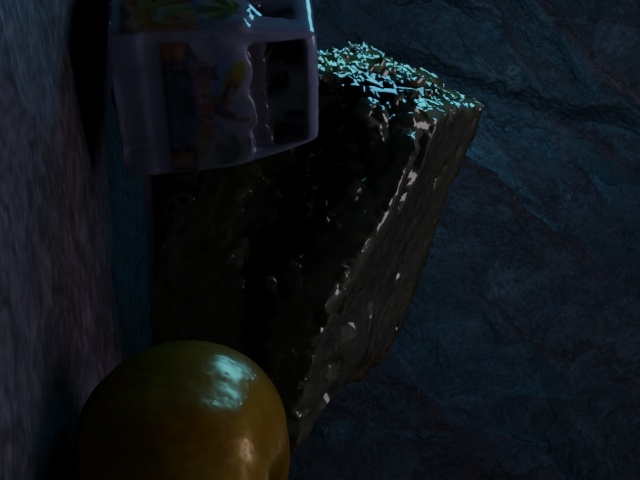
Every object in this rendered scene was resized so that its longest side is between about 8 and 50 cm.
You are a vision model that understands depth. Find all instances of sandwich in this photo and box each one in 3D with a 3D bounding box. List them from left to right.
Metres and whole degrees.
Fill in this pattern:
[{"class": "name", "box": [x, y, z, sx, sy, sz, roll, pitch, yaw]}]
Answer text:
[{"class": "sandwich", "box": [-0.001, 0.000, 0.845, 0.325, 0.131, 0.262, -29, 142, -67]}]

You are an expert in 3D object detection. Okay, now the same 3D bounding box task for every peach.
[{"class": "peach", "box": [-0.058, 0.136, 0.514, 0.179, 0.103, 0.179, 177, -90, -86]}]

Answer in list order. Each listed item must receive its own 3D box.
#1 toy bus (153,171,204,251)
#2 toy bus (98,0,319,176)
[{"class": "toy bus", "box": [-0.087, -0.103, 1.077, 0.127, 0.147, 0.303, 62, 21, -82]}, {"class": "toy bus", "box": [-0.079, -0.177, 0.773, 0.330, 0.136, 0.109, -99, -176, -50]}]
